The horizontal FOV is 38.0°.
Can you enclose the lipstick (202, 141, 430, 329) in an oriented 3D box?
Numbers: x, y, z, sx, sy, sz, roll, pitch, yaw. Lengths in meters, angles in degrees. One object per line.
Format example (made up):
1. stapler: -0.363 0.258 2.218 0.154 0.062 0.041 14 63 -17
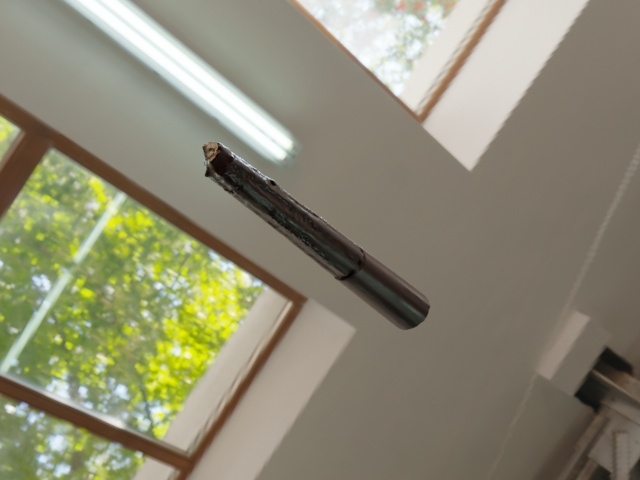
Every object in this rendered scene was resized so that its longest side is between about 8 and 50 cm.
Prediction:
1. lipstick: 0.000 0.000 0.520 0.027 0.176 0.027 -29 -138 29
